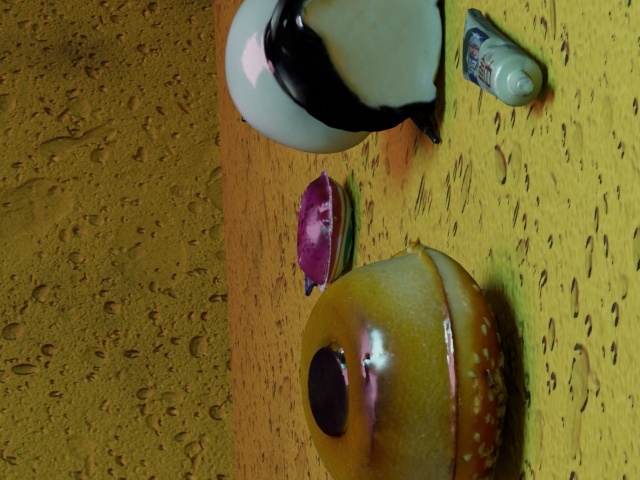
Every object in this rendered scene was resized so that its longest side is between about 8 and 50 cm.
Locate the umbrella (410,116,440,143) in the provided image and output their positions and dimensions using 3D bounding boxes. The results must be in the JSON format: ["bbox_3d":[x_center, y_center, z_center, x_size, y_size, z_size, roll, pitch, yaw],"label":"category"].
[{"bbox_3d":[0.087,-0.152,1.677,0.044,0.044,0.269,-58,28,17],"label":"umbrella"}]

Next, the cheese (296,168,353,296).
[{"bbox_3d":[0.000,0.000,2.089,0.244,0.062,0.155,110,161,-68],"label":"cheese"}]

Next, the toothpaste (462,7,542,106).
[{"bbox_3d":[0.136,-0.139,1.303,0.233,0.038,0.060,-110,25,-74],"label":"toothpaste"}]

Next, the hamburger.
[{"bbox_3d":[0.073,0.112,1.327,0.237,0.147,0.236,176,90,-70],"label":"hamburger"}]

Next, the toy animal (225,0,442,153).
[{"bbox_3d":[0.005,-0.183,1.616,0.235,0.165,0.187,-17,66,63],"label":"toy animal"}]
